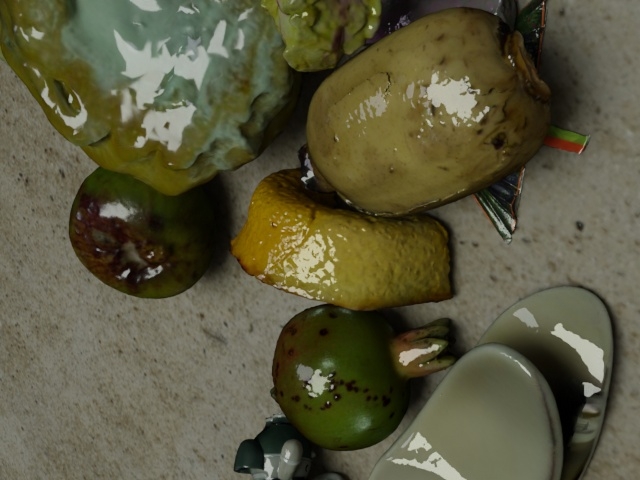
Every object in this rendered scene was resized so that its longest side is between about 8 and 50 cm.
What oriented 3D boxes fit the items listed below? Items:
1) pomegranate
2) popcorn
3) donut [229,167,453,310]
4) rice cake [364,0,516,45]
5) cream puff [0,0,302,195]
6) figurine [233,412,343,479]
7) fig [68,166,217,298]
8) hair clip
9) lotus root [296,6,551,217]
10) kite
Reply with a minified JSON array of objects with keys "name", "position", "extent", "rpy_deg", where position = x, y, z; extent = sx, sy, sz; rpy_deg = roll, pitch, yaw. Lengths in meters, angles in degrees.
[{"name":"pomegranate","position":[0.042,0.132,0.877],"extent":[0.205,0.159,0.159],"rpy_deg":[-18,87,16]},{"name":"popcorn","position":[0.002,-0.202,0.733],"extent":[0.089,0.096,0.109],"rpy_deg":[-131,44,-60]},{"name":"donut","position":[0.001,0.002,0.868],"extent":[0.259,0.152,0.101],"rpy_deg":[26,115,35]},{"name":"rice cake","position":[0.094,-0.212,0.813],"extent":[0.206,0.036,0.047],"rpy_deg":[10,93,42]},{"name":"cream puff","position":[-0.167,-0.259,0.904],"extent":[0.378,0.275,0.378],"rpy_deg":[3,113,8]},{"name":"figurine","position":[-0.045,0.306,0.991],"extent":[0.147,0.126,0.192],"rpy_deg":[-33,45,52]},{"name":"fig","position":[-0.226,-0.025,1.059],"extent":[0.191,0.181,0.181],"rpy_deg":[57,134,45]},{"name":"hair clip","position":[0.173,0.173,0.794],"extent":[0.172,0.113,0.282],"rpy_deg":[37,127,30]},{"name":"lotus root","position":[0.083,-0.105,0.760],"extent":[0.284,0.146,0.160],"rpy_deg":[-22,77,45]},{"name":"kite","position":[0.167,-0.120,0.787],"extent":[0.183,0.014,0.241],"rpy_deg":[23,113,35]}]
